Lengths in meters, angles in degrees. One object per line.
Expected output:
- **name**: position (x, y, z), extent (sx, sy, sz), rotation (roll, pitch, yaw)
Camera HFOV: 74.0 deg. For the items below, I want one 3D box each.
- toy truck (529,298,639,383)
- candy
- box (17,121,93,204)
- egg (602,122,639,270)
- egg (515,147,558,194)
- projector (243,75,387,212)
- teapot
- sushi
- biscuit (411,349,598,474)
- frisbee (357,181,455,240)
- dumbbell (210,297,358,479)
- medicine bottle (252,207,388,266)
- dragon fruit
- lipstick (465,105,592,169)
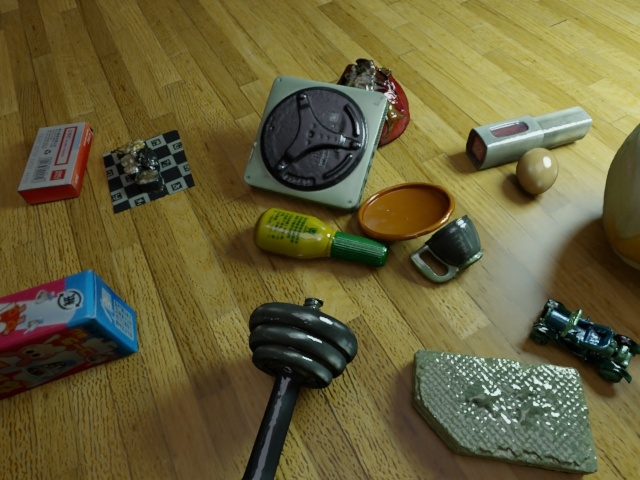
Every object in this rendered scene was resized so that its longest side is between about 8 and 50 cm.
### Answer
- **toy truck**: position (0.428, 0.151, 0.678), extent (0.154, 0.078, 0.080), rotation (30, 65, 22)
- **candy**: position (-0.484, 0.169, 0.696), extent (0.306, 0.157, 0.100), rotation (-17, 56, -7)
- **box**: position (-0.628, -0.194, 1.020), extent (0.123, 0.050, 0.229), rotation (-9, 55, -3)
- **egg**: position (0.612, -0.057, 0.728), extent (0.338, 0.201, 0.336), rotation (9, 64, -18)
- **egg**: position (0.443, -0.140, 0.873), extent (0.080, 0.080, 0.096), rotation (19, 63, 17)
- **projector**: position (-0.013, -0.212, 0.909), extent (0.260, 0.079, 0.256), rotation (15, 85, 14)
- **teapot**: position (0.244, 0.020, 0.793), extent (0.090, 0.124, 0.092), rotation (56, 31, 11)
- **sushi**: position (-0.414, -0.185, 0.994), extent (0.193, 0.050, 0.215), rotation (-22, 57, -10)
- **biscuit**: position (0.265, 0.250, 0.640), extent (0.253, 0.052, 0.150), rotation (6, 57, 9)
- **frisbee**: position (0.169, -0.054, 0.847), extent (0.192, 0.035, 0.192), rotation (-12, 35, 9)
- **dumbbell**: position (-0.064, 0.261, 0.586), extent (0.179, 0.179, 0.405), rotation (11, 57, 12)
- **medicine bottle**: position (0.000, 0.000, 0.824), extent (0.261, 0.064, 0.094), rotation (13, 60, 14)
- **dragon fruit**: position (0.105, -0.337, 0.994), extent (0.224, 0.148, 0.218), rotation (-21, 58, -9)
- **lipstick**: position (0.457, -0.228, 0.933), extent (0.253, 0.077, 0.078), rotation (-14, 56, -6)
